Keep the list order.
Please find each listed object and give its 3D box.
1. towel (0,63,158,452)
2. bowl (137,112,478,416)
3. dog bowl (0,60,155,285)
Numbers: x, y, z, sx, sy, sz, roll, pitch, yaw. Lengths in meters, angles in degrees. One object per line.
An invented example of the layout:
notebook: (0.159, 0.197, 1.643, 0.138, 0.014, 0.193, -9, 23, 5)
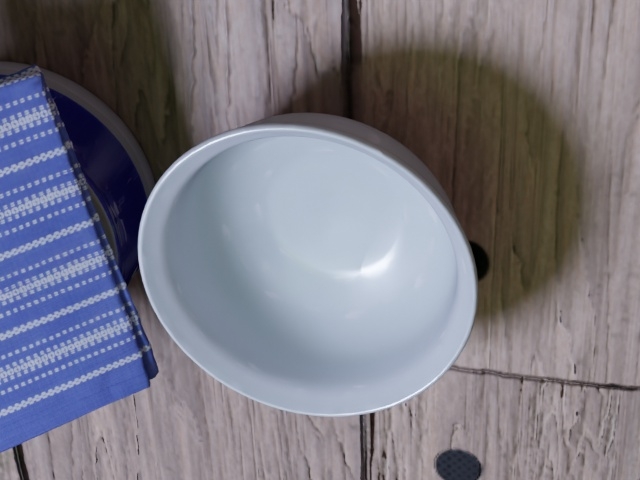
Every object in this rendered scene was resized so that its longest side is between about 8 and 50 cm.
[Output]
towel: (-0.295, 0.039, 1.169, 0.243, 0.040, 0.336, -24, 122, -14)
bowl: (0.000, 0.000, 1.209, 0.297, 0.134, 0.298, 8, 124, 11)
dog bowl: (-0.294, -0.028, 1.293, 0.264, 0.104, 0.265, 8, 124, 12)
